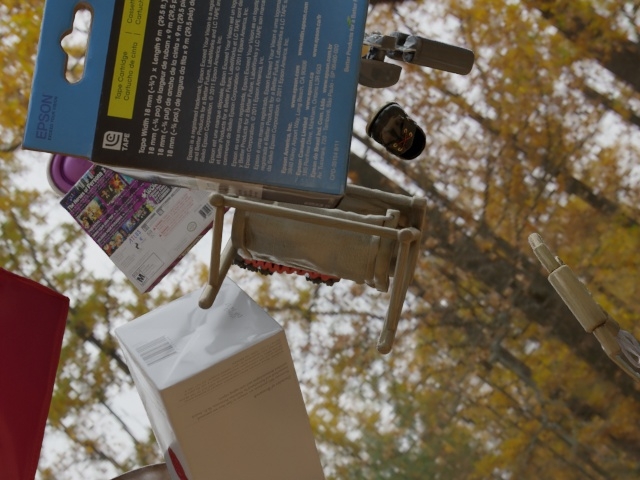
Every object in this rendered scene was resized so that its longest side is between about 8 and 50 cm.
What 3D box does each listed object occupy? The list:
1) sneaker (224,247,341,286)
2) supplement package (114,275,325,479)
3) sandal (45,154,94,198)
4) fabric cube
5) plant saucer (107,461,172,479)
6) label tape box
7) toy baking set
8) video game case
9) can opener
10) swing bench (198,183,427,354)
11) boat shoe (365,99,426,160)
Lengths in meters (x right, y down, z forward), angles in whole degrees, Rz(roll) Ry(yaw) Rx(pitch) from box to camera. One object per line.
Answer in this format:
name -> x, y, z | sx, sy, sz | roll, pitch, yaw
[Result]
sneaker -> -0.078, 0.018, 2.180 | 0.276, 0.097, 0.135 | 9, -88, -19
supplement package -> -0.128, 0.233, 1.315 | 0.175, 0.177, 0.293 | -26, -58, -20
sandal -> -0.371, -0.255, 1.863 | 0.416, 0.169, 0.102 | -64, 12, -4
fabric cube -> -0.482, 0.147, 1.113 | 0.259, 0.258, 0.254 | 44, -130, -59
plant saucer -> -0.335, 0.462, 1.587 | 0.310, 0.050, 0.310 | -22, 11, 4
label tape box -> -0.126, -0.180, 1.064 | 0.106, 0.333, 0.241 | 131, 147, -83
toy baking set -> 0.356, 0.094, 1.257 | 0.030, 0.256, 0.196 | -40, -26, 17
video game case -> -0.275, -0.067, 1.588 | 0.232, 0.210, 0.042 | -46, -7, 12
can opener -> 0.136, -0.284, 1.580 | 0.283, 0.076, 0.095 | 1, -73, -46
swing bench -> 0.000, 0.000, 1.301 | 0.255, 0.253, 0.165 | -60, -19, -68
boat shoe -> 0.086, -0.120, 1.089 | 0.049, 0.042, 0.133 | -52, -19, 7
